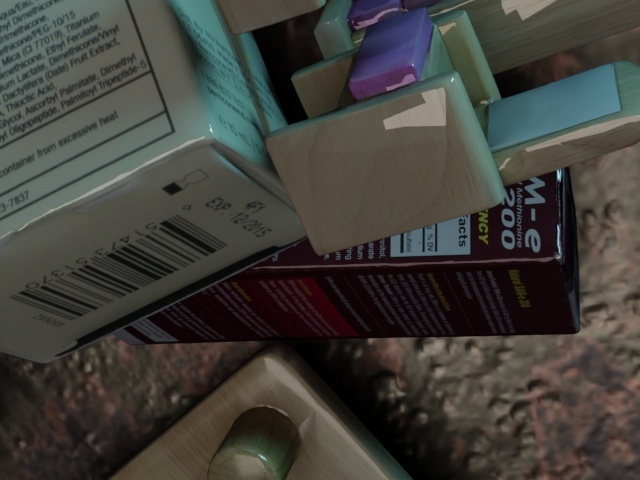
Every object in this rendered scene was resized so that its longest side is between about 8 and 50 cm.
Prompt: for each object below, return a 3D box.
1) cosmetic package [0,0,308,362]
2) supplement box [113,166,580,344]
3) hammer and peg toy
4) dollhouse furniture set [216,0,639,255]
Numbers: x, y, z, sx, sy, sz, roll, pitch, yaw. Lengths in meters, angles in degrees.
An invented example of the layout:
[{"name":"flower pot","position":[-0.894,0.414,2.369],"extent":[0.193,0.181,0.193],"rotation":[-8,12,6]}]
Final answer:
[{"name":"cosmetic package","position":[-0.128,-0.116,0.594],"extent":[0.153,0.129,0.296],"rotation":[-25,69,12]},{"name":"supplement box","position":[0.000,0.000,0.667],"extent":[0.239,0.130,0.073],"rotation":[-2,72,12]},{"name":"hammer and peg toy","position":[0.011,0.255,0.749],"extent":[0.266,0.127,0.361],"rotation":[-41,94,18]},{"name":"dollhouse furniture set","position":[0.049,-0.210,0.518],"extent":[0.198,0.286,0.303],"rotation":[-18,113,17]}]
